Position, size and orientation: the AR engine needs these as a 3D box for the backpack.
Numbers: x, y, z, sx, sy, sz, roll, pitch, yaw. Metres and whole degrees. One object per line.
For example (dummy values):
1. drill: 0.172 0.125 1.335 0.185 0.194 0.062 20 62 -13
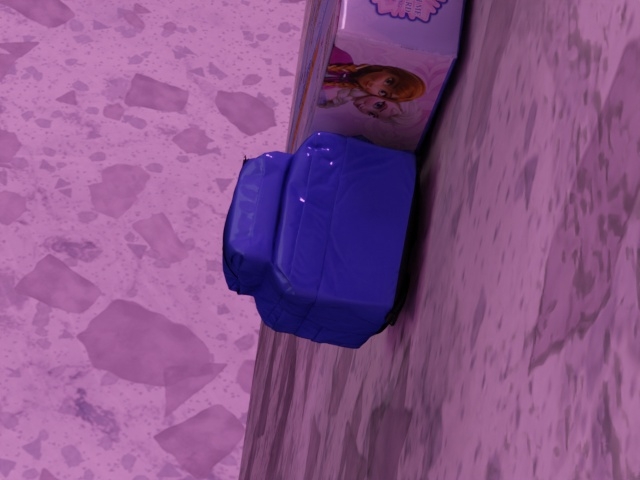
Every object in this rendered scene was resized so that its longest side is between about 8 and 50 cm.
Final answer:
1. backpack: 0.000 0.000 0.827 0.120 0.101 0.098 101 -176 -74

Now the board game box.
1. board game box: 0.036 -0.164 0.950 0.318 0.066 0.318 109 170 -64
